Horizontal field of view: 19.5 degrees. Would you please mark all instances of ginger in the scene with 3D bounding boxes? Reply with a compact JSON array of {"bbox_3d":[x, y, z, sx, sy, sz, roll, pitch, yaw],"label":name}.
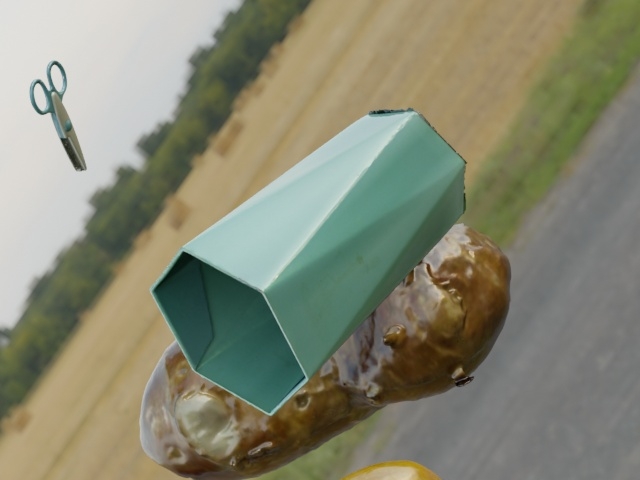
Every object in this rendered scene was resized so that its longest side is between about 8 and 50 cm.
[{"bbox_3d":[0.010,0.108,1.826,0.418,0.176,0.254,-23,-2,-3],"label":"ginger"}]

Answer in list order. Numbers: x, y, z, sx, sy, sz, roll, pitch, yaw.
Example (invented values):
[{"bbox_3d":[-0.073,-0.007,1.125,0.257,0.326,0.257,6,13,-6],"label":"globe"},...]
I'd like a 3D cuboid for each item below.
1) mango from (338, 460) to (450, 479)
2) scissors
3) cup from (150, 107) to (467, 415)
[{"bbox_3d":[0.028,0.310,1.636,0.262,0.157,0.109,-51,8,-5],"label":"mango"},{"bbox_3d":[-0.248,-0.115,1.801,0.058,0.014,0.119,-58,-38,-40],"label":"scissors"},{"bbox_3d":[0.000,0.000,1.401,0.134,0.148,0.236,2,37,45],"label":"cup"}]
